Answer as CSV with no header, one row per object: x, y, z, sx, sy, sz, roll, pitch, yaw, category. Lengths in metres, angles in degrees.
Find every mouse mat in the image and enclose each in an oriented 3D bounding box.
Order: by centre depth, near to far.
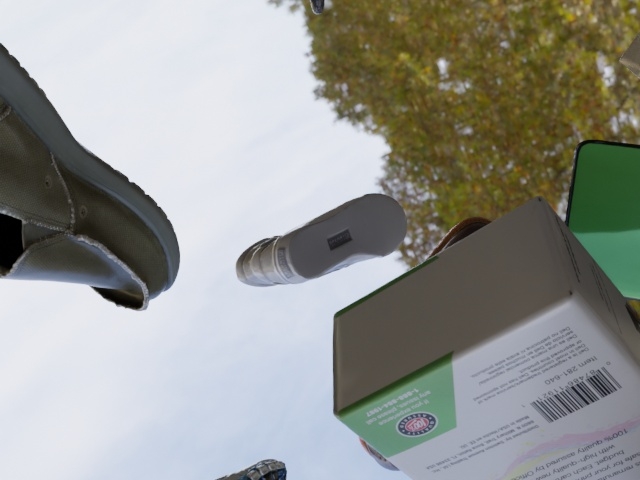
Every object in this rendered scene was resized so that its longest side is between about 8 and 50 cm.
0.308,-0.011,0.841,0.153,0.189,0.007,9,-137,16,mouse mat

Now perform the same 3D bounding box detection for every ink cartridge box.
0.172,0.129,0.722,0.201,0.278,0.117,-32,-147,23,ink cartridge box

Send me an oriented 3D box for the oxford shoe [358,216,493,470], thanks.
0.126,0.104,0.887,0.098,0.097,0.271,176,-64,-84,oxford shoe

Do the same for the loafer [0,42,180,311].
-0.163,-0.018,0.483,0.094,0.251,0.087,14,-112,29,loafer

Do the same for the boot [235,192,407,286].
0.000,0.000,1.230,0.123,0.095,0.258,-11,-176,44,boot

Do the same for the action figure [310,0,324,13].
-0.076,-0.456,1.117,0.342,0.178,0.330,-14,-117,-13,action figure

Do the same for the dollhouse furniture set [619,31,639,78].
0.551,-0.235,1.098,0.262,0.135,0.259,-26,-115,-35,dollhouse furniture set

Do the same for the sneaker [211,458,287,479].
-0.122,0.323,1.140,0.083,0.071,0.191,8,-165,39,sneaker
